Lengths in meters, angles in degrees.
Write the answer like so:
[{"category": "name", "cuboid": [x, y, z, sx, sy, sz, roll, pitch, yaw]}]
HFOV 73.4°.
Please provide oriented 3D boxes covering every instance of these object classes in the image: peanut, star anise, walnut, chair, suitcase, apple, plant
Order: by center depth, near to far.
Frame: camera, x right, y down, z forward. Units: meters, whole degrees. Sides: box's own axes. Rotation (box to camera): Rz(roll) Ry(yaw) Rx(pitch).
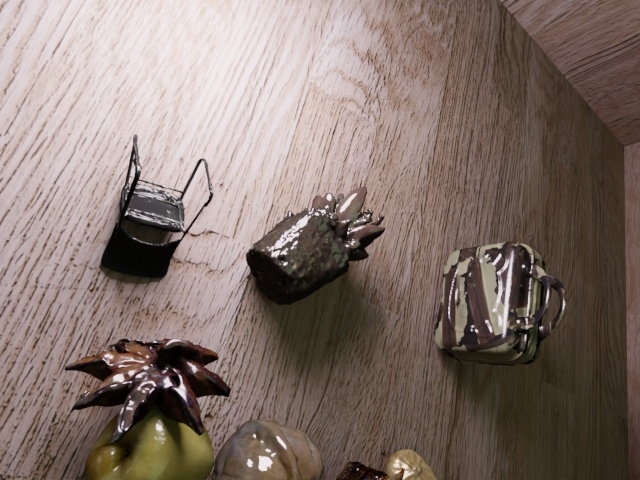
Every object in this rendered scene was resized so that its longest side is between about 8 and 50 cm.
[{"category": "star anise", "cuboid": [-0.266, 0.207, 0.699, 0.271, 0.272, 0.103, 6, 106, -35]}, {"category": "apple", "cuboid": [-0.274, 0.359, 0.706, 0.199, 0.200, 0.200, 8, 76, -35]}, {"category": "walnut", "cuboid": [-0.097, 0.442, 0.799, 0.224, 0.224, 0.225, 8, 76, -35]}, {"category": "chair", "cuboid": [-0.316, -0.056, 0.812, 0.140, 0.221, 0.145, 16, 29, -32]}, {"category": "plant", "cuboid": [0.000, 0.000, 0.973, 0.320, 0.194, 0.182, -39, 108, -32]}, {"category": "peanut", "cuboid": [0.239, 0.646, 1.058, 0.122, 0.137, 0.254, -19, 95, -35]}, {"category": "suitcase", "cuboid": [0.514, 0.182, 1.221, 0.193, 0.339, 0.352, 28, 65, -29]}]

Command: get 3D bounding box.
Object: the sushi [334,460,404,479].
[{"category": "sushi", "cuboid": [0.130, 0.624, 0.927, 0.196, 0.181, 0.344, -50, 126, -49]}]
